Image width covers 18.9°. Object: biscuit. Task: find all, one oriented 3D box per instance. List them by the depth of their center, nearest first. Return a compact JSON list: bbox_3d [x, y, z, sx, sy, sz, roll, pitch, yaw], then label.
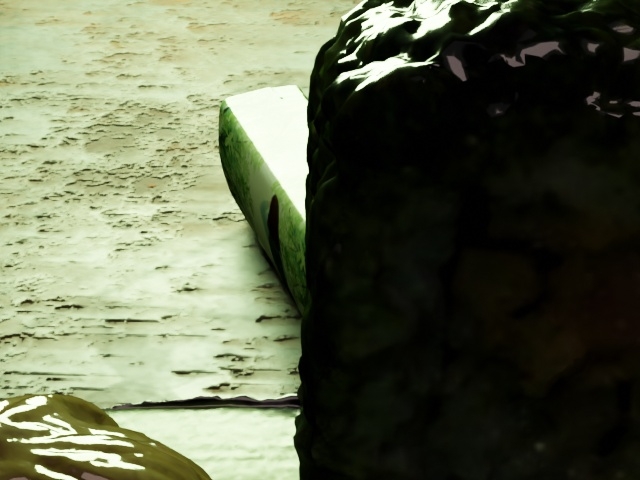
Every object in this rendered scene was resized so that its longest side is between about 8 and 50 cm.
[{"bbox_3d":[0.007,0.123,1.038,0.323,0.038,0.099,0,33,2],"label":"biscuit"}]

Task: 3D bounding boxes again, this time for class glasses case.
[{"bbox_3d":[0.000,0.000,1.200,0.062,0.095,0.272,-11,30,-13],"label":"glasses case"}]

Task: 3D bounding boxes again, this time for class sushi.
[{"bbox_3d":[0.133,0.048,0.847,0.294,0.351,0.178,-2,26,-1],"label":"sushi"}]

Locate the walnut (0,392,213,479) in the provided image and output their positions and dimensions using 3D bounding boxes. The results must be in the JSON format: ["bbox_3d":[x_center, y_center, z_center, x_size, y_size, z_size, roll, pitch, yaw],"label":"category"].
[{"bbox_3d":[-0.119,0.166,0.779,0.228,0.228,0.228,-2,29,1],"label":"walnut"}]
